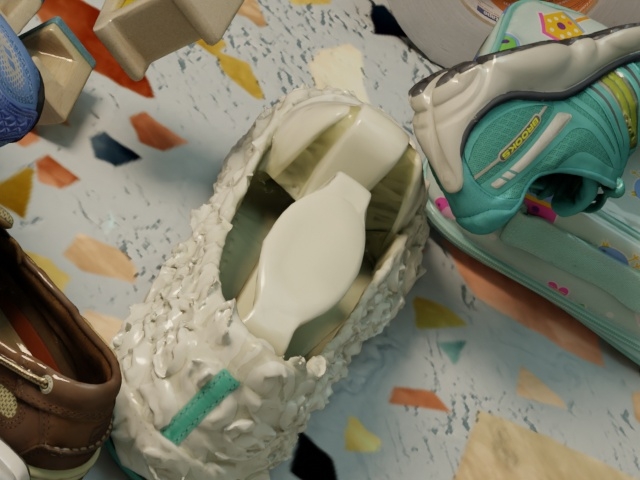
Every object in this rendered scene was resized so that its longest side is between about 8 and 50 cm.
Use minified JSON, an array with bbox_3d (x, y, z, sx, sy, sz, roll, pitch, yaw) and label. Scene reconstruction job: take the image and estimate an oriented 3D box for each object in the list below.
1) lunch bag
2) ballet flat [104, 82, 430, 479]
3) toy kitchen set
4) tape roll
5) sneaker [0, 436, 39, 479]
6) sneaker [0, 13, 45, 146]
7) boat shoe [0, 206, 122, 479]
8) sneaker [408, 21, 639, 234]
[{"bbox_3d":[0.201,-0.033,1.353,0.279,0.108,0.224,30,42,-3],"label":"lunch bag"},{"bbox_3d":[0.000,0.000,1.135,0.147,0.147,0.409,32,35,-4],"label":"ballet flat"},{"bbox_3d":[-0.161,-0.196,1.152,0.207,0.166,0.122,53,32,-26],"label":"toy kitchen set"},{"bbox_3d":[0.154,-0.217,1.434,0.219,0.219,0.072,28,37,-9],"label":"tape roll"},{"bbox_3d":[-0.136,0.182,0.868,0.228,0.086,0.132,34,39,16],"label":"sneaker"},{"bbox_3d":[-0.273,-0.142,1.043,0.330,0.130,0.147,43,16,23],"label":"sneaker"},{"bbox_3d":[-0.188,0.009,1.002,0.257,0.095,0.095,46,37,15],"label":"boat shoe"},{"bbox_3d":[0.157,-0.071,1.228,0.275,0.107,0.110,-17,92,-44],"label":"sneaker"}]
